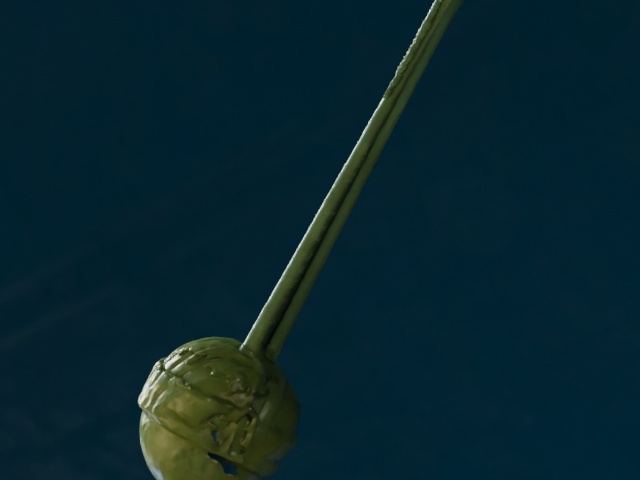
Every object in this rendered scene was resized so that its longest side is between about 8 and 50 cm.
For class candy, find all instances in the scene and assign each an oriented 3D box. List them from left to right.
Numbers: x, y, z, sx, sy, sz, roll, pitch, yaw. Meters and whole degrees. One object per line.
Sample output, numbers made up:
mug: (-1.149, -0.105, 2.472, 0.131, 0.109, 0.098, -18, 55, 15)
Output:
candy: (0.000, 0.000, 1.143, 0.093, 0.092, 0.335, 30, -92, 4)
